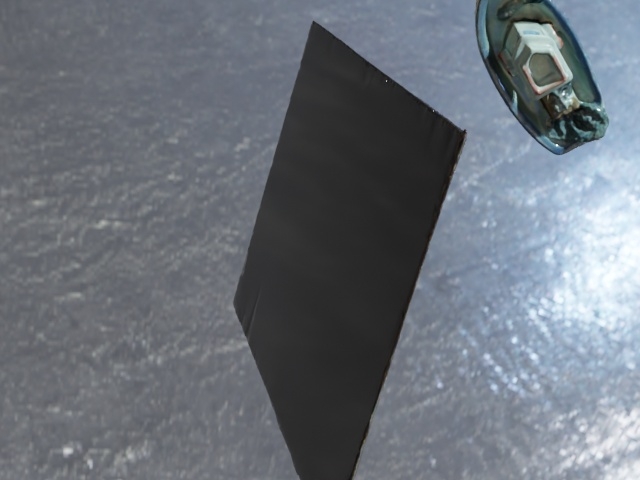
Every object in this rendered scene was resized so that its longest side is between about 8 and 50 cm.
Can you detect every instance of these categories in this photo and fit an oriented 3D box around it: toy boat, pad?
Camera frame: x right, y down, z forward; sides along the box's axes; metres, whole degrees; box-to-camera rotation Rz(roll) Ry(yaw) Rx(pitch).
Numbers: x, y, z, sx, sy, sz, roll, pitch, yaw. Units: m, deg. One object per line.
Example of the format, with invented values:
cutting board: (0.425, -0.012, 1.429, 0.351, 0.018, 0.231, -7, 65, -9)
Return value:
toy boat: (0.136, -0.108, 0.725, 0.059, 0.140, 0.066, -30, 29, 11)
pad: (0.001, 0.000, 0.630, 0.005, 0.202, 0.300, 12, 15, -17)
